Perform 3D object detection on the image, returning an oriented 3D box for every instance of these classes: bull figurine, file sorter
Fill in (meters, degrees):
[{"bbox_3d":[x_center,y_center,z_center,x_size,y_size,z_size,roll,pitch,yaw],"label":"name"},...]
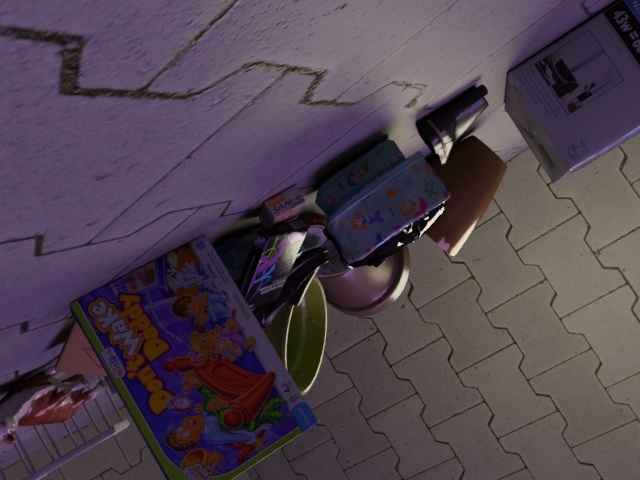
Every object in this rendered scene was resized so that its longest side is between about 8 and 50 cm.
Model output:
[{"bbox_3d":[-0.548,0.315,1.471,0.188,0.101,0.310,-33,173,-4],"label":"bull figurine"},{"bbox_3d":[-0.639,0.453,1.770,0.278,0.173,0.193,-30,174,-9],"label":"file sorter"}]

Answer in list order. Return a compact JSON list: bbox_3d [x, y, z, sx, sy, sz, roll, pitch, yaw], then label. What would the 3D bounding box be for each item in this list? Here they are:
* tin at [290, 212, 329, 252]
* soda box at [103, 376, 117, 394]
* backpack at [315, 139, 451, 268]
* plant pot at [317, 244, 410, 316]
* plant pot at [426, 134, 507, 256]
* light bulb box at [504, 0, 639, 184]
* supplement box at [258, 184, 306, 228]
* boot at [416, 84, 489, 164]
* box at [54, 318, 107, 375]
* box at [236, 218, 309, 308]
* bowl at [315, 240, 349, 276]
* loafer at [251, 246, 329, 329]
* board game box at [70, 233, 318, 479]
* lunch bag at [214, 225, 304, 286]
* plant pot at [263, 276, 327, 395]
[{"bbox_3d":[-0.058,0.005,1.515,0.106,0.040,0.190,19,139,-36],"label":"tin"},{"bbox_3d":[-0.512,0.356,2.020,0.092,0.083,0.263,-31,174,-2],"label":"soda box"},{"bbox_3d":[0.108,-0.061,1.296,0.225,0.191,0.253,-34,-179,-4],"label":"backpack"},{"bbox_3d":[0.066,0.046,1.829,0.263,0.263,0.229,-34,156,15],"label":"plant pot"},{"bbox_3d":[0.335,-0.128,1.825,0.254,0.237,0.237,-47,171,9],"label":"plant pot"},{"bbox_3d":[0.585,-0.312,1.479,0.361,0.225,0.358,-32,173,11],"label":"light bulb box"},{"bbox_3d":[-0.066,-0.052,1.243,0.062,0.036,0.098,-30,173,-16],"label":"supplement box"},{"bbox_3d":[0.260,-0.217,1.385,0.137,0.077,0.198,-38,174,7],"label":"boot"},{"bbox_3d":[-0.357,0.187,1.267,0.164,0.021,0.201,11,143,-24],"label":"box"},{"bbox_3d":[-0.088,0.044,1.263,0.116,0.029,0.162,-18,139,-53],"label":"box"},{"bbox_3d":[0.000,0.000,1.619,0.170,0.080,0.170,1,140,1],"label":"bowl"},{"bbox_3d":[-0.063,0.096,1.477,0.220,0.078,0.080,-39,-171,-11],"label":"loafer"},{"bbox_3d":[-0.196,0.197,1.137,0.233,0.347,0.078,-30,173,-22],"label":"board game box"},{"bbox_3d":[-0.151,0.051,1.376,0.219,0.090,0.176,-26,171,-48],"label":"lunch bag"},{"bbox_3d":[-0.147,0.208,1.718,0.254,0.276,0.276,5,-174,19],"label":"plant pot"}]
